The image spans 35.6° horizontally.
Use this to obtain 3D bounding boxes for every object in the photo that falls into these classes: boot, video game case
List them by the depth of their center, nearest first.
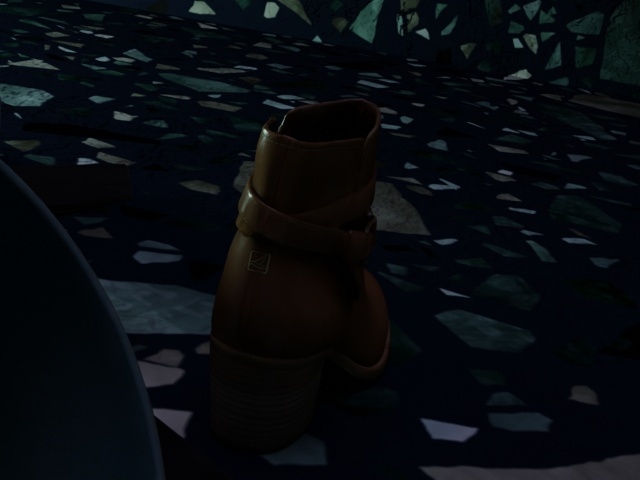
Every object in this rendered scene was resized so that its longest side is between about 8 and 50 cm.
[{"bbox_3d":[-0.321,-0.014,0.718,0.248,0.035,0.275,-11,0,36],"label":"video game case"},{"bbox_3d":[0.000,0.000,0.734,0.109,0.220,0.283,16,20,20],"label":"boot"}]

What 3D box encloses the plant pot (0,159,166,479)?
[{"bbox_3d":[-0.222,0.101,0.326,0.195,0.290,0.290,-20,2,31],"label":"plant pot"}]

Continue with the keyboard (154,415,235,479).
[{"bbox_3d":[-0.139,0.146,0.542,0.202,0.033,0.317,-2,20,-45],"label":"keyboard"}]
